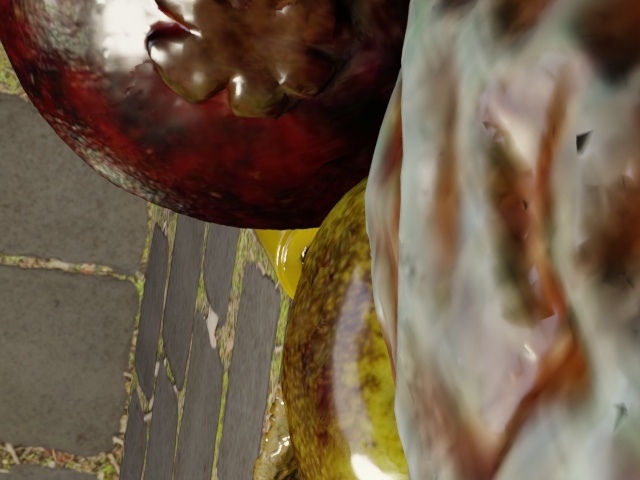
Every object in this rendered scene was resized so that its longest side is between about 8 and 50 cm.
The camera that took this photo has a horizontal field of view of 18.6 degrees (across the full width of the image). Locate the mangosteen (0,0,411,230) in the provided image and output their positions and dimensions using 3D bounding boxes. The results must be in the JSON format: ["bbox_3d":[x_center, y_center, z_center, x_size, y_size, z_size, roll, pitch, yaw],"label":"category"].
[{"bbox_3d":[-0.025,-0.169,1.058,0.359,0.306,0.306,-85,5,-67],"label":"mangosteen"}]

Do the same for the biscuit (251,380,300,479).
[{"bbox_3d":[0.013,0.131,1.132,0.026,0.131,0.237,52,142,33],"label":"biscuit"}]

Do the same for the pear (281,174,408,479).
[{"bbox_3d":[0.086,0.053,0.684,0.197,0.197,0.197,-174,90,-78],"label":"pear"}]

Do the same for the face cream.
[{"bbox_3d":[0.000,0.000,1.368,0.273,0.078,0.078,-122,39,-71],"label":"face cream"}]

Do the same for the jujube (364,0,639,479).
[{"bbox_3d":[0.121,0.032,0.445,0.308,0.215,0.246,-104,25,-48],"label":"jujube"}]
